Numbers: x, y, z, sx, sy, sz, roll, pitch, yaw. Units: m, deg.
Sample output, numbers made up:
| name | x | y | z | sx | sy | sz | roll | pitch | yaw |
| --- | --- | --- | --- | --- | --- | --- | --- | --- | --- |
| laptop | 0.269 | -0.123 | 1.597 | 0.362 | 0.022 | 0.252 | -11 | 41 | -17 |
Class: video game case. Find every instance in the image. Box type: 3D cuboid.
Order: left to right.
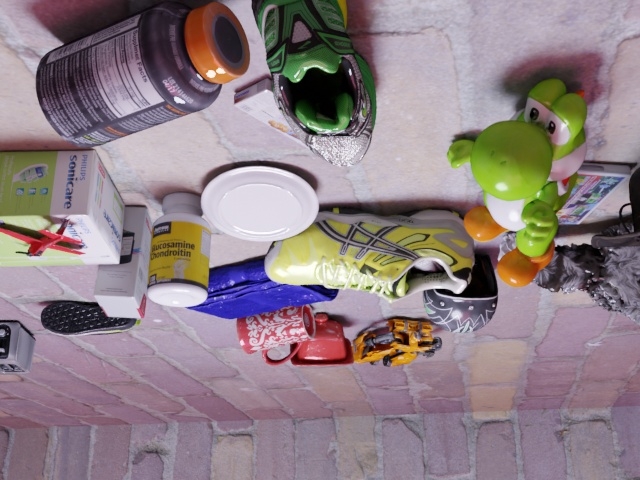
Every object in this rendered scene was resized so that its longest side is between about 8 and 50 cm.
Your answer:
| name | x | y | z | sx | sy | sz | roll | pitch | yaw |
| --- | --- | --- | --- | --- | --- | --- | --- | --- | --- |
| video game case | 0.400 | -0.081 | 1.420 | 0.183 | 0.023 | 0.201 | 3 | 157 | -8 |

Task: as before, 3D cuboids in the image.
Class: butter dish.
| name | x | y | z | sx | sy | sz | roll | pitch | yaw |
| --- | --- | --- | --- | --- | --- | --- | --- | --- | --- |
| butter dish | 0.002 | 0.243 | 2.097 | 0.160 | 0.118 | 0.160 | -1 | -162 | -3 |

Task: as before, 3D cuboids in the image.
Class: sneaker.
| name | x | y | z | sx | sy | sz | roll | pitch | yaw |
| --- | --- | --- | --- | --- | --- | --- | --- | --- | --- |
| sneaker | -0.560 | 0.203 | 2.018 | 0.234 | 0.084 | 0.097 | 3 | 159 | -9 |
| sneaker | -0.004 | -0.172 | 1.011 | 0.134 | 0.146 | 0.343 | -12 | 157 | 10 |
| sneaker | 0.088 | 0.032 | 1.482 | 0.384 | 0.147 | 0.145 | -7 | 133 | 3 |

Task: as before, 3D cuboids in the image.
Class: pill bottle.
| name | x | y | z | sx | sy | sz | roll | pitch | yaw |
| --- | --- | --- | --- | --- | --- | --- | --- | --- | --- |
| pill bottle | -0.205 | -0.200 | 0.975 | 0.245 | 0.130 | 0.130 | -13 | 155 | 28 |
| pill bottle | -0.242 | 0.015 | 1.429 | 0.103 | 0.184 | 0.103 | 0 | 158 | 0 |

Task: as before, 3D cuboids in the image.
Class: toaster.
| name | x | y | z | sx | sy | sz | roll | pitch | yaw |
| --- | --- | --- | --- | --- | --- | --- | --- | --- | --- |
| toaster | -0.857 | 0.285 | 2.182 | 0.168 | 0.110 | 0.186 | 1 | 158 | -2 |

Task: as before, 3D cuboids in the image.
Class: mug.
| name | x | y | z | sx | sy | sz | roll | pitch | yaw |
| --- | --- | --- | --- | --- | --- | --- | --- | --- | --- |
| mug | -0.099 | 0.220 | 2.029 | 0.169 | 0.113 | 0.150 | -13 | 136 | 17 |

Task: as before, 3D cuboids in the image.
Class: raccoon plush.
| name | x | y | z | sx | sy | sz | roll | pitch | yaw |
| --- | --- | --- | --- | --- | --- | --- | --- | --- | --- |
| raccoon plush | 0.603 | 0.050 | 1.641 | 0.446 | 0.216 | 0.299 | 23 | -179 | 22 |

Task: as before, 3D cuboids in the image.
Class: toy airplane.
| name | x | y | z | sx | sy | sz | roll | pitch | yaw |
| --- | --- | --- | --- | --- | --- | --- | --- | --- | --- |
| toy airplane | -0.424 | 0.003 | 1.287 | 0.151 | 0.028 | 0.151 | 0 | 155 | 0 |

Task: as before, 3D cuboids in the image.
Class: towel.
| name | x | y | z | sx | sy | sz | roll | pitch | yaw |
| --- | --- | --- | --- | --- | --- | --- | --- | --- | --- |
| towel | -0.139 | 0.118 | 1.827 | 0.308 | 0.076 | 0.227 | -13 | 154 | 29 |

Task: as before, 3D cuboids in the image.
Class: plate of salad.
| name | x | y | z | sx | sy | sz | roll | pitch | yaw |
| --- | --- | --- | --- | --- | --- | --- | --- | --- | --- |
| plate of salad | -0.103 | -0.066 | 1.408 | 0.199 | 0.048 | 0.200 | -1 | 142 | -1 |

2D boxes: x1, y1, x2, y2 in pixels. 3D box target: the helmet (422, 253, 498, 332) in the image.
| name | x | y | z | sx | sy | sz | roll | pitch | yaw |
| --- | --- | --- | --- | --- | --- | --- | --- | --- | --- |
| helmet | 0.289 | 0.113 | 1.707 | 0.169 | 0.162 | 0.169 | 0 | 158 | 0 |

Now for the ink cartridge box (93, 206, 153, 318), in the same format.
| name | x | y | z | sx | sy | sz | roll | pitch | yaw |
| --- | --- | --- | --- | --- | --- | --- | --- | --- | --- |
| ink cartridge box | -0.353 | 0.040 | 1.504 | 0.072 | 0.175 | 0.127 | 3 | 157 | -1 |

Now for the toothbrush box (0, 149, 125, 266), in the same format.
| name | x | y | z | sx | sy | sz | roll | pitch | yaw |
| --- | --- | --- | --- | --- | --- | --- | --- | --- | --- |
| toothbrush box | -0.488 | -0.047 | 1.357 | 0.283 | 0.122 | 0.206 | 0 | 157 | 2 |

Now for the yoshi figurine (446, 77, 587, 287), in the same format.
| name | x | y | z | sx | sy | sz | roll | pitch | yaw |
| --- | --- | --- | --- | --- | --- | --- | --- | --- | --- |
| yoshi figurine | 0.277 | -0.076 | 1.206 | 0.203 | 0.203 | 0.362 | 11 | 148 | 9 |

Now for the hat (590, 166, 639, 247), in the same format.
| name | x | y | z | sx | sy | sz | roll | pitch | yaw |
| --- | --- | --- | --- | --- | --- | --- | --- | --- | --- |
| hat | 0.578 | -0.071 | 1.292 | 0.331 | 0.134 | 0.331 | -5 | 173 | -1 |

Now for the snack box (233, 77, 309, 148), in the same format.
| name | x | y | z | sx | sy | sz | roll | pitch | yaw |
| --- | --- | --- | --- | --- | --- | --- | --- | --- | --- |
| snack box | -0.039 | -0.175 | 1.181 | 0.064 | 0.022 | 0.178 | -19 | 151 | 35 |

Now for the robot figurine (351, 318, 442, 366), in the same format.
| name | x | y | z | sx | sy | sz | roll | pitch | yaw |
| --- | --- | --- | --- | --- | --- | --- | --- | --- | --- |
| robot figurine | 0.195 | 0.276 | 2.209 | 0.211 | 0.085 | 0.291 | 8 | 157 | -20 |
